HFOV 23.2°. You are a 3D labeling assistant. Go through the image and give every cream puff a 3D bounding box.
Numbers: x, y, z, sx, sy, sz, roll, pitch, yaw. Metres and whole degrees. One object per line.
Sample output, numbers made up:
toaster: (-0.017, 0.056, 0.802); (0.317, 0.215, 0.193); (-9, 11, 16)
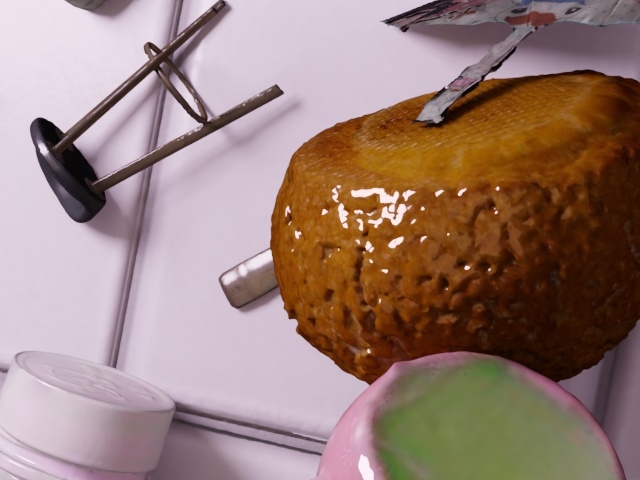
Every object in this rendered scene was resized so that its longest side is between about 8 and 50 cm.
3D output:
cream puff: (0.114, 0.002, 1.117); (0.303, 0.303, 0.212); (-7, 112, 15)

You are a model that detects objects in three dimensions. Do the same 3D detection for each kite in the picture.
kite: (0.164, -0.166, 1.143); (0.335, 0.314, 0.011); (7, 130, 50)

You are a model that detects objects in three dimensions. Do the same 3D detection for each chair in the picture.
chair: (-0.152, -0.107, 1.277); (0.221, 0.095, 0.104); (-37, 67, 11)

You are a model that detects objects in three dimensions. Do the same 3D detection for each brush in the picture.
brush: (0.000, 0.000, 1.267); (0.190, 0.027, 0.034); (-28, 79, 13)

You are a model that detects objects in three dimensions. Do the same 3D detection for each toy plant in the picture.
toy plant: (0.067, 0.231, 1.063); (0.211, 0.356, 0.317); (-10, 48, -16)

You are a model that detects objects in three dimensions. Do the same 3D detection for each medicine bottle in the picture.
medicine bottle: (-0.224, 0.247, 1.244); (0.170, 0.170, 0.293); (21, 94, 15)

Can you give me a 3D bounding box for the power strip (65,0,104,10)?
power strip: (-0.130, -0.321, 1.302); (0.288, 0.053, 0.093); (-42, 77, 9)
